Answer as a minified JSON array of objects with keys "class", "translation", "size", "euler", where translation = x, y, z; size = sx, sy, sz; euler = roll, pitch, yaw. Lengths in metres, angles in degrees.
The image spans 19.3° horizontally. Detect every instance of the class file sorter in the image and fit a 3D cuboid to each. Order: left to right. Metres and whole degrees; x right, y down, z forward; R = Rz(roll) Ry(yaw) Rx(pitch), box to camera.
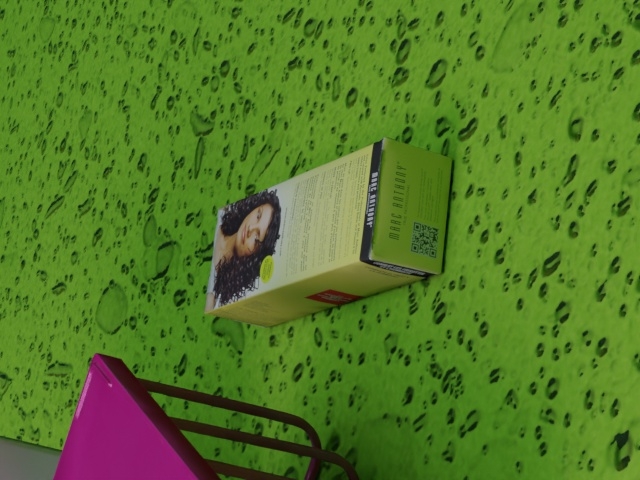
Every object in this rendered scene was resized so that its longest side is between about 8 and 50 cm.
[{"class":"file sorter","translation":[-0.046,0.226,1.134],"size":[0.290,0.182,0.202],"euler":[37,110,61]}]

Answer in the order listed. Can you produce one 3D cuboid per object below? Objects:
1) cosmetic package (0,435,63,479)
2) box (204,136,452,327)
[{"class":"cosmetic package","translation":[-0.255,0.211,1.327],"size":[0.197,0.365,0.155],"euler":[-9,68,61]},{"class":"box","translation":[0.000,0.000,1.299],"size":[0.232,0.058,0.087],"euler":[-21,58,56]}]
